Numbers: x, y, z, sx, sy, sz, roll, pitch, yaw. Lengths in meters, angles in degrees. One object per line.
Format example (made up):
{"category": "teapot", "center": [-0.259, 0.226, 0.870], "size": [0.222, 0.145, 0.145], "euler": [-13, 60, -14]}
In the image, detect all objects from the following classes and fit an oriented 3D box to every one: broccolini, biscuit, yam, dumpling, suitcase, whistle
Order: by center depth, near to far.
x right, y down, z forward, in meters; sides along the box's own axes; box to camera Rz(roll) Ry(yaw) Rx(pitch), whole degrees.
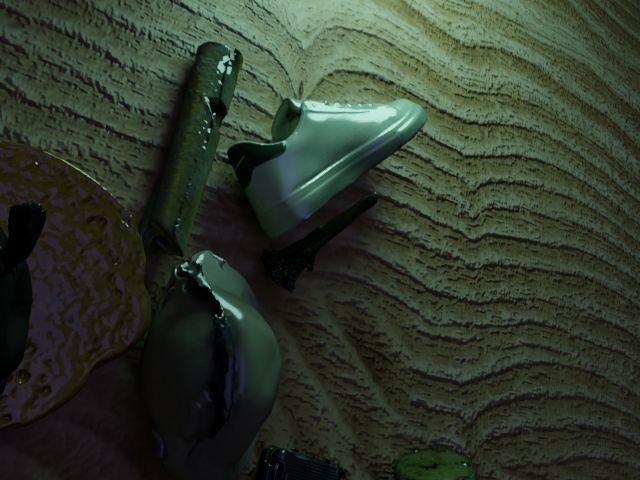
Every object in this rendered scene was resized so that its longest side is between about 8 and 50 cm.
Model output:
{"category": "biscuit", "center": [-0.357, 0.048, 0.749], "size": [0.312, 0.057, 0.351], "euler": [54, 52, -13]}
{"category": "dumpling", "center": [-0.110, 0.155, 0.855], "size": [0.204, 0.163, 0.293], "euler": [17, 62, -33]}
{"category": "suitcase", "center": [-0.030, 0.329, 0.939], "size": [0.126, 0.059, 0.086], "euler": [27, 62, -29]}
{"category": "whistle", "center": [-0.172, -0.128, 0.947], "size": [0.068, 0.057, 0.326], "euler": [8, 66, 10]}
{"category": "broccolini", "center": [0.008, 0.003, 0.969], "size": [0.058, 0.201, 0.074], "euler": [40, 27, -49]}
{"category": "yam", "center": [0.182, 0.445, 1.024], "size": [0.154, 0.154, 0.254], "euler": [1, 80, -39]}

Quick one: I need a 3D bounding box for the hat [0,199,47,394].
{"category": "hat", "center": [-0.370, 0.002, 0.583], "size": [0.238, 0.209, 0.336], "euler": [-32, 97, -36]}

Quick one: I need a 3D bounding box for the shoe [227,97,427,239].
{"category": "shoe", "center": [0.010, -0.157, 1.061], "size": [0.363, 0.132, 0.160], "euler": [-39, 98, -35]}
